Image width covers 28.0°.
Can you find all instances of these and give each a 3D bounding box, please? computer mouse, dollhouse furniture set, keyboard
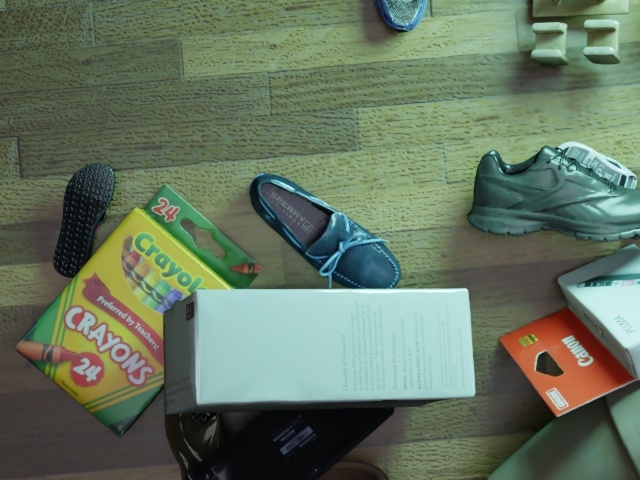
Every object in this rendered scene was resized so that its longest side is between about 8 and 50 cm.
[{"bbox_3d":[0.424,-0.085,1.882,0.193,0.042,0.106,31,106,-2],"label":"computer mouse"},{"bbox_3d":[0.433,-0.362,1.861,0.242,0.161,0.212,2,90,21],"label":"dollhouse furniture set"},{"bbox_3d":[-0.062,0.255,1.823,0.317,0.033,0.201,-36,86,-26],"label":"keyboard"}]

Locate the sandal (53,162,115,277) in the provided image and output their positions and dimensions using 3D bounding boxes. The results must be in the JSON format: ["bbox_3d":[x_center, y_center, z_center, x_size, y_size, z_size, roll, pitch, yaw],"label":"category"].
[{"bbox_3d":[-0.346,-0.033,1.877,0.067,0.040,0.179,21,104,5],"label":"sandal"}]

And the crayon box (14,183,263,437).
[{"bbox_3d":[-0.259,0.097,1.853,0.202,0.081,0.318,40,89,0],"label":"crayon box"}]

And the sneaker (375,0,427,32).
[{"bbox_3d":[0.124,-0.412,1.857,0.083,0.087,0.221,5,90,0],"label":"sneaker"}]

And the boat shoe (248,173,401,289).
[{"bbox_3d":[0.000,0.000,1.853,0.258,0.089,0.109,30,90,-1],"label":"boat shoe"}]

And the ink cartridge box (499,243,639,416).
[{"bbox_3d":[0.382,0.116,1.768,0.239,0.275,0.060,-23,110,-1],"label":"ink cartridge box"}]

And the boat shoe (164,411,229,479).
[{"bbox_3d":[-0.171,0.295,1.858,0.080,0.073,0.224,-12,92,8],"label":"boat shoe"}]

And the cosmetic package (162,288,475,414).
[{"bbox_3d":[-0.009,0.151,1.736,0.385,0.217,0.156,-1,80,-16],"label":"cosmetic package"}]

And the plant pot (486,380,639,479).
[{"bbox_3d":[0.393,0.355,1.772,0.280,0.323,0.323,-30,90,15],"label":"plant pot"}]

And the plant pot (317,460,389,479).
[{"bbox_3d":[0.012,0.475,1.792,0.263,0.263,0.229,-22,107,-1],"label":"plant pot"}]

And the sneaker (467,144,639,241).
[{"bbox_3d":[0.353,-0.069,1.822,0.286,0.109,0.130,3,104,8],"label":"sneaker"}]
